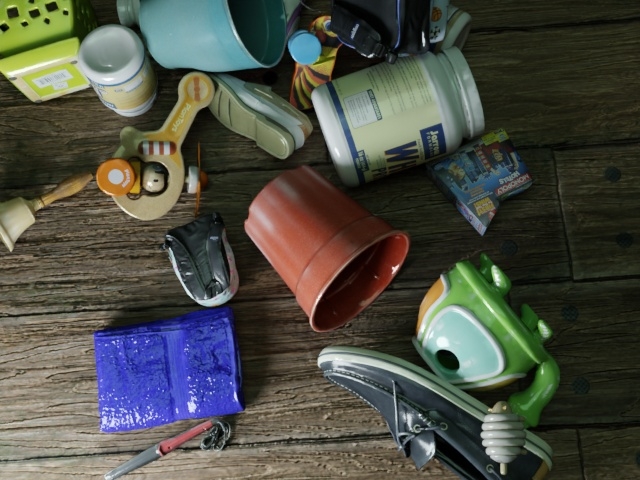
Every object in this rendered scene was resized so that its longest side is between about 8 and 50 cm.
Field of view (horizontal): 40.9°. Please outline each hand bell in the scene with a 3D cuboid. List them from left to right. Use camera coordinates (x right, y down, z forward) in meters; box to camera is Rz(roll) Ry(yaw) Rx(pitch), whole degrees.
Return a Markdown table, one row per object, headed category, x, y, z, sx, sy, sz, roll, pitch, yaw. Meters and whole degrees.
| category | x | y | z | sx | sy | sz | roll | pitch | yaw |
| --- | --- | --- | --- | --- | --- | --- | --- | --- | --- |
| hand bell | -0.620 | -0.090 | 1.926 | 0.242 | 0.126 | 0.126 | -33 | 73 | -19 |

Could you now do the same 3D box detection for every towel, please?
| category | x | y | z | sx | sy | sz | roll | pitch | yaw |
| --- | --- | --- | --- | --- | --- | --- | --- | --- | --- |
| towel | -0.319 | 0.267 | 1.794 | 0.308 | 0.076 | 0.228 | -10 | 71 | 0 |

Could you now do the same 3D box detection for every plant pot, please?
| category | x | y | z | sx | sy | sz | roll | pitch | yaw |
| --- | --- | --- | --- | --- | --- | --- | --- | --- | --- |
| plant pot | -0.632 | -0.457 | 1.974 | 0.228 | 0.227 | 0.207 | -16 | 77 | 0 |
| plant pot | -0.248 | -0.494 | 1.903 | 0.255 | 0.271 | 0.272 | -7 | 70 | 26 |
| plant pot | 0.000 | 0.000 | 1.780 | 0.272 | 0.272 | 0.265 | -41 | 66 | -10 |

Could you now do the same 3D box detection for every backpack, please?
| category | x | y | z | sx | sy | sz | roll | pitch | yaw |
| --- | --- | --- | --- | --- | --- | --- | --- | --- | --- |
| backpack | -0.243 | 0.049 | 1.841 | 0.151 | 0.115 | 0.182 | -24 | 73 | 7 |
| backpack | 0.135 | -0.513 | 1.787 | 0.213 | 0.263 | 0.277 | -4 | 107 | -37 |

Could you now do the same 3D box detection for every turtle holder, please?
| category | x | y | z | sx | sy | sz | roll | pitch | yaw |
| --- | --- | --- | --- | --- | --- | --- | --- | --- | --- |
| turtle holder | 0.330 | 0.201 | 1.721 | 0.227 | 0.243 | 0.320 | -40 | 114 | 6 |

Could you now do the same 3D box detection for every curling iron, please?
| category | x | y | z | sx | sy | sz | roll | pitch | yaw |
| --- | --- | --- | --- | --- | --- | --- | --- | --- | --- |
| curling iron | -0.313 | 0.436 | 1.760 | 0.274 | 0.035 | 0.068 | -20 | 72 | -4 |

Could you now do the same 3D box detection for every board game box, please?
| category | x | y | z | sx | sy | sz | roll | pitch | yaw |
| --- | --- | --- | --- | --- | --- | --- | --- | --- | --- |
| board game box | 0.358 | -0.121 | 1.891 | 0.194 | 0.060 | 0.194 | -24 | 73 | -5 |

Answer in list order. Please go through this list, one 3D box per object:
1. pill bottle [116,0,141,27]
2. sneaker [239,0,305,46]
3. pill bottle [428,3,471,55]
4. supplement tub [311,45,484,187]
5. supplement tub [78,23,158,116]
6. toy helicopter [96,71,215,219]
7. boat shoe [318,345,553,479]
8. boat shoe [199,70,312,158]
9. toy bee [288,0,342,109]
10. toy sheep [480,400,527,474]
| category | x | y | z | sx | sy | sz | roll | pitch | yaw |
| --- | --- | --- | --- | --- | --- | --- | --- | --- | --- |
| pill bottle | -0.396 | -0.556 | 2.056 | 0.169 | 0.094 | 0.094 | -8 | 72 | 1 |
| sneaker | -0.093 | -0.609 | 2.045 | 0.152 | 0.114 | 0.305 | 21 | 75 | 9 |
| pill bottle | 0.200 | -0.503 | 1.975 | 0.264 | 0.153 | 0.153 | 30 | 76 | 12 |
| supplement tub | 0.165 | -0.269 | 1.847 | 0.324 | 0.235 | 0.236 | -19 | 72 | 2 |
| supplement tub | -0.451 | -0.380 | 1.947 | 0.144 | 0.200 | 0.144 | -1 | 71 | 3 |
| toy helicopter | -0.327 | -0.206 | 1.912 | 0.235 | 0.140 | 0.355 | 29 | 87 | -11 |
| boat shoe | 0.206 | 0.361 | 1.681 | 0.500 | 0.187 | 0.156 | 29 | 70 | 6 |
| boat shoe | -0.151 | -0.302 | 1.962 | 0.302 | 0.113 | 0.103 | 39 | 56 | 17 |
| toy bee | 0.008 | -0.442 | 1.929 | 0.162 | 0.298 | 0.195 | 0 | 40 | -4 |
| toy sheep | 0.336 | 0.359 | 1.568 | 0.091 | 0.091 | 0.132 | -3 | 71 | 2 |
